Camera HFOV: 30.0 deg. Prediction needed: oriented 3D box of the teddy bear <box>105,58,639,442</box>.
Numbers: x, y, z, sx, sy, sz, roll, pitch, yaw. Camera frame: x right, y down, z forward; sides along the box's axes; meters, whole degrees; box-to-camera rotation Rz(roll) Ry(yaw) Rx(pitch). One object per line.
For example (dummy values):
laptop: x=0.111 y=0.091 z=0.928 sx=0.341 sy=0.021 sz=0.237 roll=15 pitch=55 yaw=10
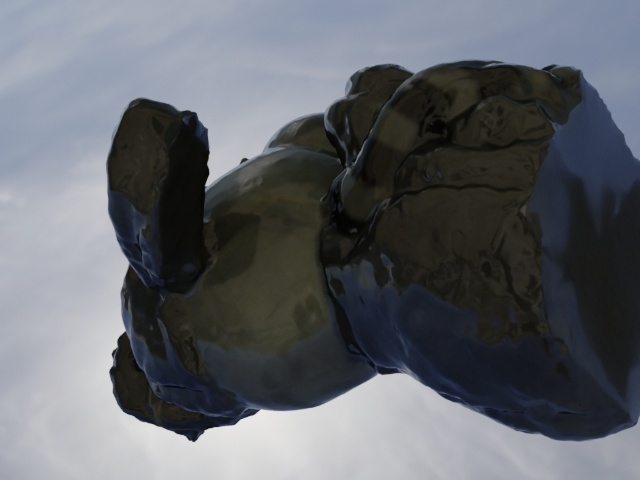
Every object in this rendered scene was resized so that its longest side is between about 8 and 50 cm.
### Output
teddy bear: x=0.008 y=-0.007 z=0.476 sx=0.251 sy=0.171 sz=0.144 roll=1 pitch=-125 yaw=22
